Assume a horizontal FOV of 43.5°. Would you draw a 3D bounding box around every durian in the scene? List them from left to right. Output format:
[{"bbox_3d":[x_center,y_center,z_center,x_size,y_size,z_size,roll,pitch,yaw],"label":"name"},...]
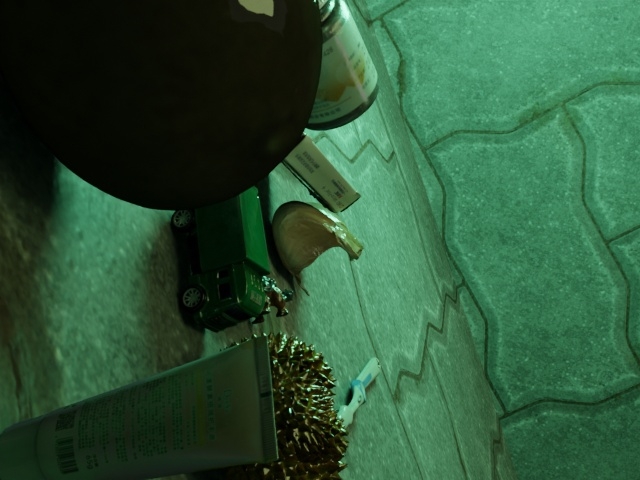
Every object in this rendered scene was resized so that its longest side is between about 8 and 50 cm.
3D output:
[{"bbox_3d":[-0.046,0.162,0.746,0.168,0.137,0.158,37,16,-44],"label":"durian"}]

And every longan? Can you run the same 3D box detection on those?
[{"bbox_3d":[-0.117,-0.155,0.611,0.258,0.258,0.258,-18,90,-75],"label":"longan"}]

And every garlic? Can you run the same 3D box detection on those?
[{"bbox_3d":[-0.013,-0.002,1.131,0.124,0.099,0.174,52,12,0],"label":"garlic"}]

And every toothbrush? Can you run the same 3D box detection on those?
[{"bbox_3d":[0.061,0.226,1.215,0.386,0.040,0.040,-17,90,-75],"label":"toothbrush"}]

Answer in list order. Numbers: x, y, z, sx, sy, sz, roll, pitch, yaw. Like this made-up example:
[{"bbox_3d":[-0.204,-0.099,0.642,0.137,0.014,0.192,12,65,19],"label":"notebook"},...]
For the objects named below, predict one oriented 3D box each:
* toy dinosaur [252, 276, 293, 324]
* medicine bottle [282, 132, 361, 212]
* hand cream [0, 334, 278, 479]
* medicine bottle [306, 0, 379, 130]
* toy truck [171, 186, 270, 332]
[{"bbox_3d":[-0.068,0.065,0.918,0.154,0.049,0.055,11,59,-67],"label":"toy dinosaur"},{"bbox_3d":[-0.047,-0.128,1.074,0.171,0.052,0.201,45,2,30],"label":"medicine bottle"},{"bbox_3d":[-0.107,0.113,0.477,0.047,0.174,0.076,51,25,-54],"label":"hand cream"},{"bbox_3d":[-0.021,-0.324,1.302,0.165,0.165,0.273,-93,159,-44],"label":"medicine bottle"},{"bbox_3d":[-0.099,0.014,0.809,0.065,0.079,0.147,43,34,-62],"label":"toy truck"}]
